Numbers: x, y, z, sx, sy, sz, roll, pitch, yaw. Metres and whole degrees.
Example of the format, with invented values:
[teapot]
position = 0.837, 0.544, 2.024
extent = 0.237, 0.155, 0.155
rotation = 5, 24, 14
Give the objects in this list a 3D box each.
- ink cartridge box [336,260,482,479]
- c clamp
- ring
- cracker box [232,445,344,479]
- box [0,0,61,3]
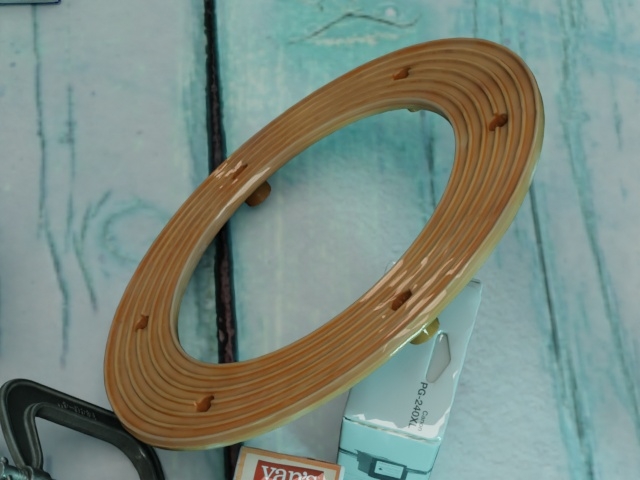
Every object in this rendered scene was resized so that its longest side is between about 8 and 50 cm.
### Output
[ink cartridge box]
position = 0.053, 0.093, 0.993
extent = 0.063, 0.150, 0.109
rotation = 15, 67, 5
[c clamp]
position = -0.147, 0.147, 0.971
extent = 0.022, 0.161, 0.137
rotation = -43, 53, 18
[ring]
position = 0.000, 0.000, 0.987
extent = 0.336, 0.337, 0.032
rotation = -51, 119, -19
[cracker box]
position = -0.039, 0.254, 0.918
extent = 0.067, 0.155, 0.232
rotation = 10, 67, 4
[box]
position = -0.260, -0.252, 1.184
extent = 0.126, 0.072, 0.137
rotation = -1, 66, -1
